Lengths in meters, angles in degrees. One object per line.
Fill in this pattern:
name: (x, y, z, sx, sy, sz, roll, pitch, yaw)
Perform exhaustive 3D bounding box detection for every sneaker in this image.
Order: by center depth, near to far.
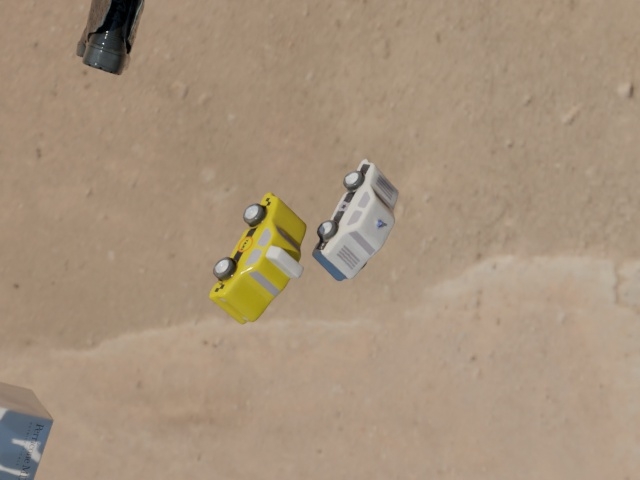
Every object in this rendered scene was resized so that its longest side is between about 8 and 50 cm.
sneaker: (-0.185, -0.199, 1.077, 0.051, 0.170, 0.089, 15, 100, -15)

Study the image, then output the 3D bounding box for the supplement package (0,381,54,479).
supplement package: (-0.557, 0.279, 1.693, 0.293, 0.175, 0.177, 18, 90, -25)

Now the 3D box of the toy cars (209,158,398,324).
toy cars: (0.000, 0.000, 1.787, 0.087, 0.394, 0.176, 9, 113, 44)
